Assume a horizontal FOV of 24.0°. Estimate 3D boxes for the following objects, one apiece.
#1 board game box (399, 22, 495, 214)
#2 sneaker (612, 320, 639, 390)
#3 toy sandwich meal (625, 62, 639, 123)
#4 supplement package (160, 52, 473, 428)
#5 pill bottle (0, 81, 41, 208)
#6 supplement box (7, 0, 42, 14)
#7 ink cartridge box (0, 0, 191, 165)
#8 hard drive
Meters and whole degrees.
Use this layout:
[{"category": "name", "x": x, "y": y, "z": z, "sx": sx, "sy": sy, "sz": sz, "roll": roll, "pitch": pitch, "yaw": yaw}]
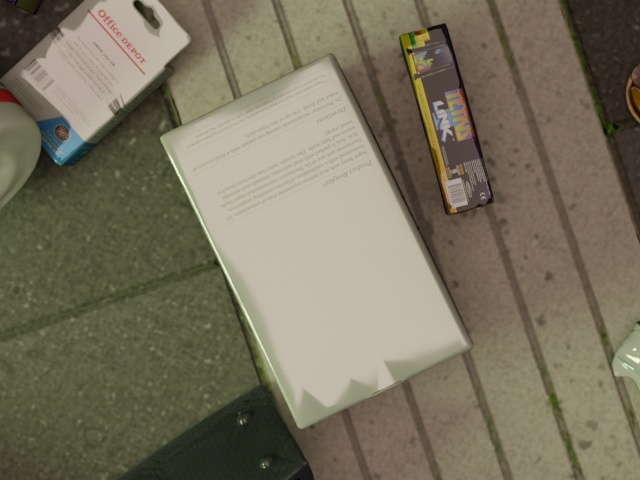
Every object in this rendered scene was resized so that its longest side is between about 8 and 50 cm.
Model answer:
[{"category": "board game box", "x": 0.119, "y": -0.110, "z": 1.413, "sx": 0.048, "sy": 0.141, "sz": 0.170, "roll": -15, "pitch": 91, "yaw": 6}, {"category": "sneaker", "x": 0.350, "y": 0.146, "z": 1.455, "sx": 0.152, "sy": 0.053, "sz": 0.061, "roll": 40, "pitch": 103, "yaw": 8}, {"category": "toy sandwich meal", "x": 0.336, "y": -0.140, "z": 1.453, "sx": 0.085, "sy": 0.029, "sz": 0.086, "roll": 0, "pitch": 92, "yaw": 4}, {"category": "supplement package", "x": 0.000, "y": 0.000, "z": 1.407, "sx": 0.177, "sy": 0.175, "sz": 0.293, "roll": -25, "pitch": 90, "yaw": 3}, {"category": "pill bottle", "x": -0.426, "y": -0.156, "z": 1.419, "sx": 0.176, "sy": 0.176, "sz": 0.318, "roll": -45, "pitch": 75, "yaw": 4}, {"category": "supplement box", "x": -0.293, "y": -0.273, "z": 1.464, "sx": 0.056, "sy": 0.083, "sz": 0.083, "roll": 28, "pitch": 93, "yaw": 3}, {"category": "ink cartridge box", "x": -0.218, "y": -0.170, "z": 1.474, "sx": 0.180, "sy": 0.060, "sz": 0.104, "roll": -41, "pitch": 88, "yaw": 4}, {"category": "hard drive", "x": -0.129, "y": 0.257, "z": 1.432, "sx": 0.254, "sy": 0.172, "sz": 0.054, "roll": -35, "pitch": 120, "yaw": -2}]
